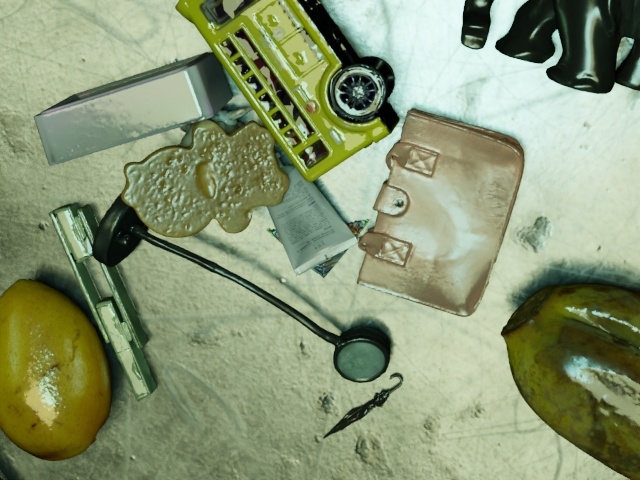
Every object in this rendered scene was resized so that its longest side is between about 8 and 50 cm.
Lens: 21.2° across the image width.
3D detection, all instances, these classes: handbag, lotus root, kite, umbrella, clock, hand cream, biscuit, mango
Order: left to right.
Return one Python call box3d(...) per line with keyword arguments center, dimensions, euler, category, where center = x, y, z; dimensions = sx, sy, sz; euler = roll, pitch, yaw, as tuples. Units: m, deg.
box3d(center=(-0.324, 0.151, 2.020), dimensions=(0.145, 0.112, 0.219), euler=(-13, 94, -12), category="mango")
box3d(center=(-0.210, -0.151, 1.934), dimensions=(0.197, 0.150, 0.063), euler=(-16, 101, 11), category="clock")
box3d(center=(-0.127, -0.064, 1.924), dimensions=(0.184, 0.027, 0.133), euler=(-31, 105, -5), category="biscuit")
box3d(center=(-0.027, -0.038, 1.983), dimensions=(0.084, 0.053, 0.142), euler=(-29, 102, 12), category="hand cream")
box3d(center=(0.000, 0.000, 2.006), dimensions=(0.122, 0.004, 0.090), euler=(-11, 98, 10), category="kite")
box3d(center=(0.052, 0.203, 2.031), dimensions=(0.122, 0.013, 0.022), euler=(-42, 80, 14), category="umbrella")
box3d(center=(0.135, -0.031, 1.954), dimensions=(0.157, 0.059, 0.212), euler=(18, 103, 4), category="handbag")
box3d(center=(0.341, 0.152, 1.901), dimensions=(0.291, 0.193, 0.193), euler=(33, 103, 5), category="lotus root")

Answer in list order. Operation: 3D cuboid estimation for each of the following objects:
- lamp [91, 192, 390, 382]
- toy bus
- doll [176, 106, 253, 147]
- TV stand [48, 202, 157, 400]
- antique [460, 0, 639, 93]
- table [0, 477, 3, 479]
box3d(center=(-0.081, 0.039, 2.000), dimensions=(0.371, 0.108, 0.130), euler=(19, 122, -6), category="lamp")
box3d(center=(-0.049, -0.234, 1.899), dimensions=(0.151, 0.145, 0.331), euler=(-35, 95, 14), category="toy bus")
box3d(center=(-0.130, -0.118, 1.973), dimensions=(0.127, 0.073, 0.084), euler=(-49, 61, 16), category="doll")
box3d(center=(-0.253, 0.071, 2.038), dimensions=(0.042, 0.036, 0.249), euler=(-22, 96, 10), category="TV stand")
box3d(center=(0.325, -0.287, 1.824), dimensions=(0.322, 0.185, 0.255), euler=(12, 109, 5), category="antique")
box3d(center=(-0.499, 0.358, 2.049), dimensions=(0.317, 0.317, 0.249), euler=(-24, 110, 11), category="table")
